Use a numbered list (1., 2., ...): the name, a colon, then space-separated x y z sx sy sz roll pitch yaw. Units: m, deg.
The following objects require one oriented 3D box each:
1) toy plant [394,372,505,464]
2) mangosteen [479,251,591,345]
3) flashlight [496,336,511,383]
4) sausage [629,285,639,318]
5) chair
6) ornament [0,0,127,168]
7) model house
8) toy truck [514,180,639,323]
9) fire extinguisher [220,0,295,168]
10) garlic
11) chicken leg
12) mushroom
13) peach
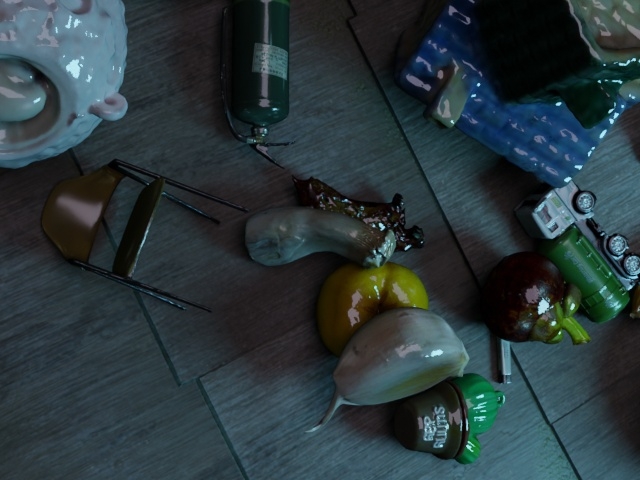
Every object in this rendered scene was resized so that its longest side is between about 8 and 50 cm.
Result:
1. toy plant: 0.210 0.279 1.814 0.200 0.105 0.143 -2 91 -31
2. mangosteen: 0.343 0.095 1.843 0.181 0.146 0.156 17 50 19
3. flashlight: 0.297 0.190 1.897 0.018 0.018 0.083 1 82 -18
4. sausage: 0.631 0.056 1.981 0.328 0.112 0.112 -28 92 -20
5. chair: -0.260 -0.012 1.671 0.247 0.172 0.159 24 76 -21
6. ornament: -0.423 -0.271 1.562 0.337 0.337 0.337 3 82 -18
7. model house: 0.369 -0.296 1.768 0.395 0.445 0.400 35 71 -13
8. toy truck: 0.425 0.015 1.925 0.125 0.101 0.242 -39 98 -7
9. fire extinguisher: -0.093 -0.256 1.791 0.118 0.093 0.294 3 83 -19
10. garlic: 0.088 0.181 1.708 0.266 0.128 0.148 -17 99 -6
11. chicken leg: 0.058 -0.033 1.824 0.234 0.063 0.105 11 75 -16
12. mushroom: 0.001 -0.004 1.748 0.223 0.081 0.092 2 90 10
13. peach: 0.081 0.114 1.791 0.179 0.103 0.179 1 85 -15
